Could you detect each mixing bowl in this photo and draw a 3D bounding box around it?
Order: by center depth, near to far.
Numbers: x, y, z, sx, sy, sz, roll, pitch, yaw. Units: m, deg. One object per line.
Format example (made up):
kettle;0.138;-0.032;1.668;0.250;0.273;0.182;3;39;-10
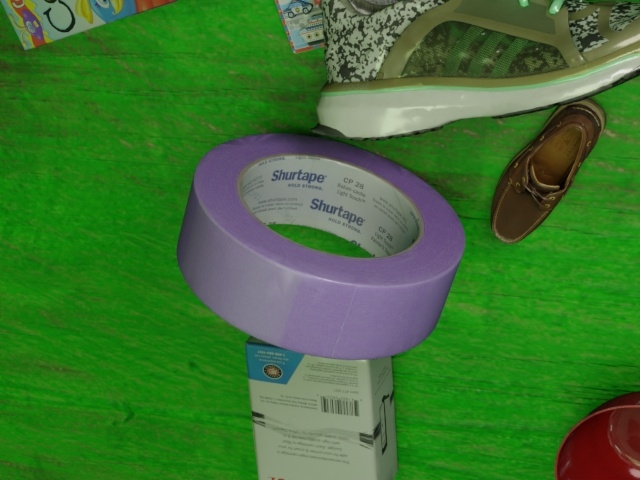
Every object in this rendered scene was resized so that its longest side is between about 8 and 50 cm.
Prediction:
mixing bowl;0.344;0.226;1.488;0.182;0.098;0.181;9;118;16

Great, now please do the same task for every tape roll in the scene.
tape roll;0.000;0.000;1.403;0.275;0.275;0.090;23;121;9

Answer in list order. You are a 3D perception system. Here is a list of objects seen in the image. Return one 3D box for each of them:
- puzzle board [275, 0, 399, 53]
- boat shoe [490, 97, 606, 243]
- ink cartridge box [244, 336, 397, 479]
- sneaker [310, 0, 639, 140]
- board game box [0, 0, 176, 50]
puzzle board;0.013;-0.246;1.430;0.128;0.011;0.096;-10;111;26
boat shoe;0.219;-0.064;1.413;0.064;0.060;0.178;33;122;3
ink cartridge box;0.004;0.193;1.611;0.148;0.086;0.203;6;118;19
sneaker;0.165;-0.209;1.322;0.410;0.158;0.182;-10;99;21
board game box;-0.192;-0.293;1.354;0.275;0.142;0.144;-6;114;49
